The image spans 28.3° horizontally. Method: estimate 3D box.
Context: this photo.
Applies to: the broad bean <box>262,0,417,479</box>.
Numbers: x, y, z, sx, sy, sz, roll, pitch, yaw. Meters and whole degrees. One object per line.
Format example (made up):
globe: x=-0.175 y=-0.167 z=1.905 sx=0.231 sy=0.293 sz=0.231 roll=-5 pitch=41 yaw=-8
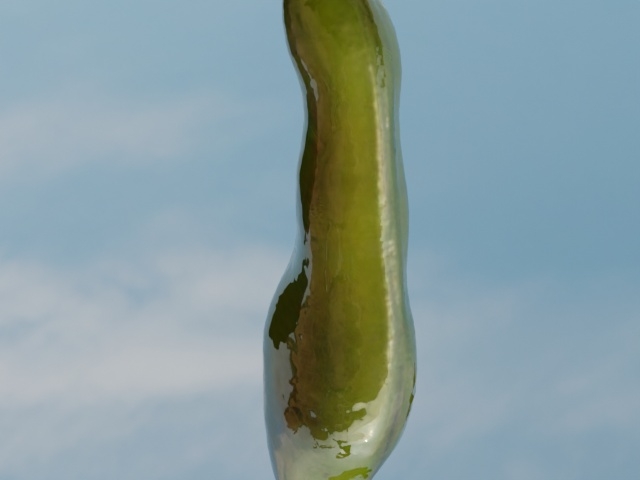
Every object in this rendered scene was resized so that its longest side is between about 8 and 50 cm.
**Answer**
broad bean: x=0.006 y=-0.002 z=0.544 sx=0.075 sy=0.325 sz=0.067 roll=3 pitch=-165 yaw=17
